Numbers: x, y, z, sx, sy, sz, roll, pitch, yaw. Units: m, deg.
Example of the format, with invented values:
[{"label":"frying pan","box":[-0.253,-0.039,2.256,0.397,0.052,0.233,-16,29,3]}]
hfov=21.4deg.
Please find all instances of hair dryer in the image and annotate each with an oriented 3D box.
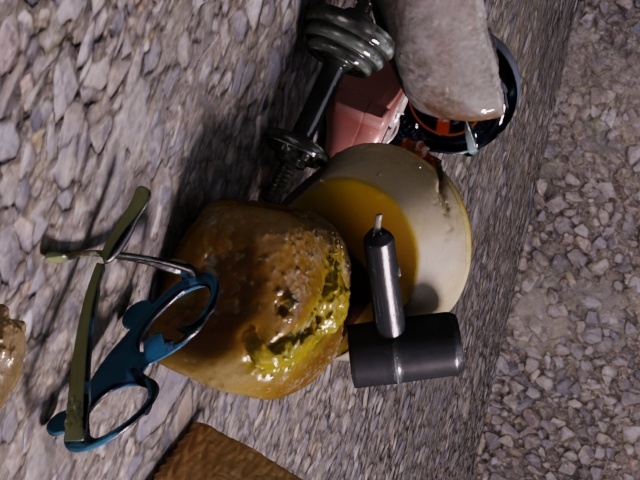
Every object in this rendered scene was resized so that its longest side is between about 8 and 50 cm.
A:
[{"label":"hair dryer","box":[0.081,0.060,1.784,0.071,0.124,0.219,-97,176,-55]}]

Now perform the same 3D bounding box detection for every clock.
[{"label":"clock","box":[0.049,-0.151,2.102,0.162,0.093,0.166,104,11,-48]}]

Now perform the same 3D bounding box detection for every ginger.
[{"label":"ginger","box":[-0.276,0.129,1.303,0.069,0.051,0.173,80,28,-52]}]

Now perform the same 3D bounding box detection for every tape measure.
[{"label":"tape measure","box":[0.182,-0.206,2.314,0.107,0.181,0.182,-55,155,-58]}]

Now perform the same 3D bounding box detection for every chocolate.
[{"label":"chocolate","box":[0.111,-0.275,1.937,0.185,0.100,0.303,-144,-143,-64]}]

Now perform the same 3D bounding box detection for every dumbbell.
[{"label":"dumbbell","box":[-0.002,-0.154,1.886,0.254,0.110,0.110,-65,164,-7]}]

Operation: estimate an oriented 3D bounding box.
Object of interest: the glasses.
[{"label":"glasses","box":[-0.170,0.064,1.505,0.207,0.102,0.239,91,22,-46]}]

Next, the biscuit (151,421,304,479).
[{"label":"biscuit","box":[-0.122,0.307,1.838,0.249,0.160,0.030,-55,172,-52]}]

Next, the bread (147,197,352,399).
[{"label":"bread","box":[-0.053,0.059,1.774,0.246,0.176,0.195,-7,117,-75]}]

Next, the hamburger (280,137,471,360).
[{"label":"hamburger","box":[0.052,0.015,1.938,0.151,0.227,0.295,-20,168,-49]}]
